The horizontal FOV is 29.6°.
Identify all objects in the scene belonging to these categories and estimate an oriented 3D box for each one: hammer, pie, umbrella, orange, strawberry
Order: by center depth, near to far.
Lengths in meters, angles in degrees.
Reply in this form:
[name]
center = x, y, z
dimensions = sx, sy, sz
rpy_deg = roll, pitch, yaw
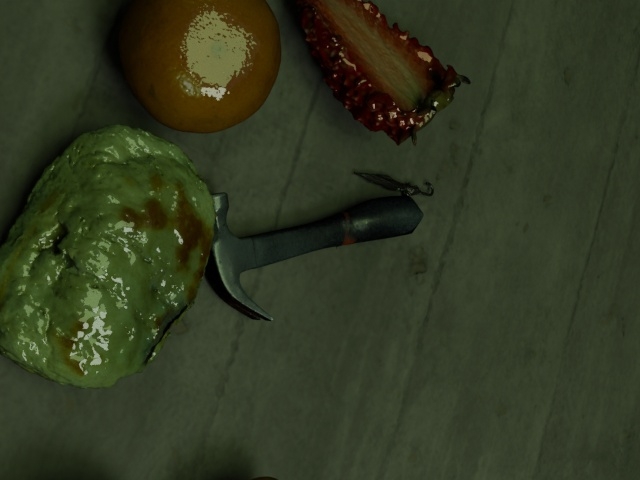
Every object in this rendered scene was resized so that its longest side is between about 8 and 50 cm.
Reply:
[pie]
center = -0.184, 0.021, 1.105
dimensions = 0.201, 0.090, 0.248
rpy_deg = 38, 72, -35
[orange]
center = -0.114, -0.178, 1.140
dimensions = 0.156, 0.124, 0.156
rpy_deg = -2, 95, -22
[hammer]
center = 0.000, 0.000, 1.287
dimensions = 0.289, 0.037, 0.137
rpy_deg = -12, 98, -38
[strawberry]
center = 0.049, -0.195, 1.311
dimensions = 0.208, 0.087, 0.167
rpy_deg = 47, 38, -1
[umbrella]
center = 0.085, -0.062, 1.371
dimensions = 0.122, 0.013, 0.022
rpy_deg = 7, 74, -38

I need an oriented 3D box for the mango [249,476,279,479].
[mango]
center = -0.088, 0.358, 1.168
dimensions = 0.157, 0.109, 0.262
rpy_deg = 29, 62, -56
